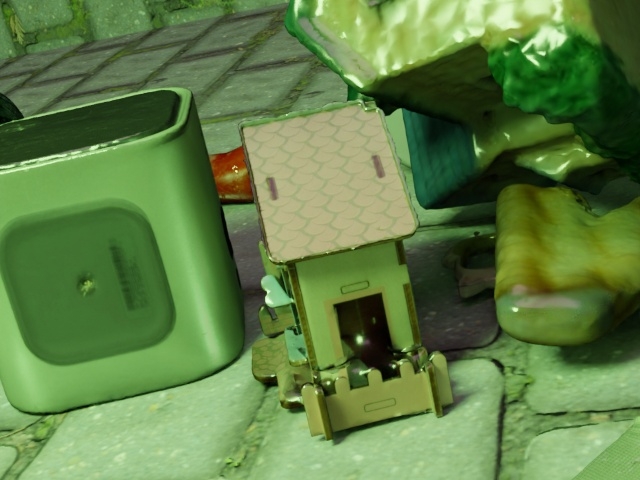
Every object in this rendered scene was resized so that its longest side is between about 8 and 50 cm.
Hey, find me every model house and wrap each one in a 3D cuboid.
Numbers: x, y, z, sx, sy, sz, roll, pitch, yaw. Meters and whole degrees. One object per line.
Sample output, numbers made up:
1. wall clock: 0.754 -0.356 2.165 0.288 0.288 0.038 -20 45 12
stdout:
1. model house: 0.000 0.000 1.045 0.169 0.244 0.326 -10 21 -1
2. model house: 0.170 -0.196 1.188 0.342 0.335 0.382 -16 -16 31

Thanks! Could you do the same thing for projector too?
1. projector: -0.225 0.000 1.175 0.248 0.249 0.248 -13 20 0

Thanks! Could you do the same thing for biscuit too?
1. biscuit: 0.274 0.018 1.039 0.237 0.062 0.291 1 24 7

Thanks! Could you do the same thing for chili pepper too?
1. chili pepper: -0.091 -0.095 1.586 0.192 0.084 0.086 -5 54 28

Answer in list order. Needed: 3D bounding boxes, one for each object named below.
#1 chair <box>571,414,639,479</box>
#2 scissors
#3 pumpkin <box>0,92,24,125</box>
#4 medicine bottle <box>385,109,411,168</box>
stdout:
1. chair: 0.270 0.086 0.735 0.319 0.186 0.160 -24 28 -32
2. scissors: 0.220 -0.012 1.246 0.160 0.024 0.317 -7 20 18
3. pumpkin: -0.552 -0.102 1.605 0.315 0.238 0.315 -11 49 13
4. medicine bottle: 0.198 -0.245 1.562 0.241 0.241 0.302 -3 23 28
